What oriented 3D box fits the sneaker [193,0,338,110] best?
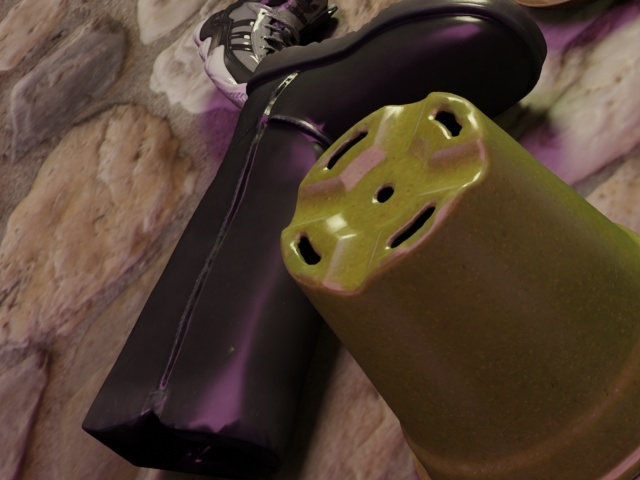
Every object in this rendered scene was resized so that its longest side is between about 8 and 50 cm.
[{"bbox_3d":[-0.052,-0.225,1.856,0.153,0.101,0.268,-43,30,9],"label":"sneaker"}]

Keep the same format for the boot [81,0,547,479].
[{"bbox_3d":[-0.001,0.001,1.511,0.367,0.146,0.445,-15,41,47],"label":"boot"}]

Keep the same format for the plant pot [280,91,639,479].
[{"bbox_3d":[0.114,0.035,1.247,0.276,0.254,0.276,-28,37,24],"label":"plant pot"}]

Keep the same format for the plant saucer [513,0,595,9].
[{"bbox_3d":[0.270,-0.295,1.638,0.199,0.036,0.198,-28,37,24],"label":"plant saucer"}]
